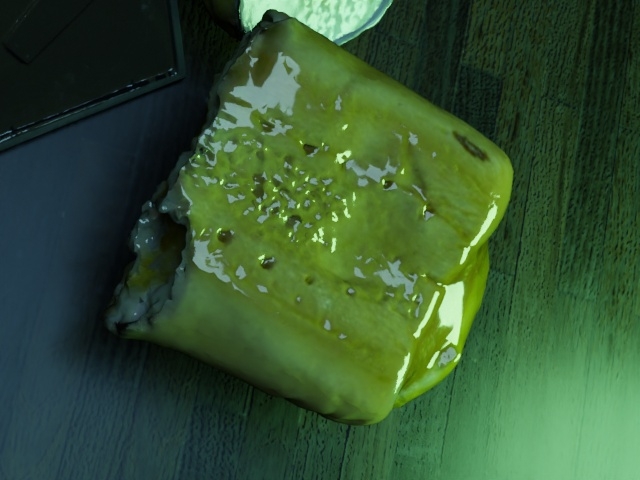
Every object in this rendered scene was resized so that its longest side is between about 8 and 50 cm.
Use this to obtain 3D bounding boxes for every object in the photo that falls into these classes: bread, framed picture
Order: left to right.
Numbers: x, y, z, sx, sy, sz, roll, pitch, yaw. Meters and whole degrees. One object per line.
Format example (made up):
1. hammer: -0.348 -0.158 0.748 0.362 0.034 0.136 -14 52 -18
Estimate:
1. framed picture: -0.283 -0.215 1.213 0.315 0.024 0.232 -25 133 -27
2. bread: 0.000 0.000 1.262 0.394 0.250 0.361 28 81 -20

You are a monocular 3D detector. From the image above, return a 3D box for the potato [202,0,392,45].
1. potato: -0.034 -0.361 1.357 0.246 0.196 0.300 32 92 -49
